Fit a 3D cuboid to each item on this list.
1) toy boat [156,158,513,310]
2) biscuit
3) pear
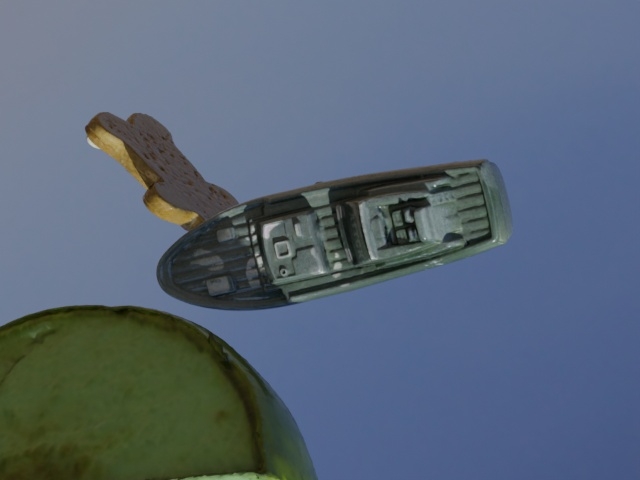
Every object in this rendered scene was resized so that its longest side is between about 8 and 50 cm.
[{"bbox_3d":[0.000,0.000,1.270,0.260,0.078,0.085,-13,180,26],"label":"toy boat"},{"bbox_3d":[-0.144,-0.046,1.950,0.035,0.240,0.158,-50,158,20],"label":"biscuit"},{"bbox_3d":[-0.104,0.150,1.112,0.288,0.239,0.139,-8,-133,21],"label":"pear"}]
